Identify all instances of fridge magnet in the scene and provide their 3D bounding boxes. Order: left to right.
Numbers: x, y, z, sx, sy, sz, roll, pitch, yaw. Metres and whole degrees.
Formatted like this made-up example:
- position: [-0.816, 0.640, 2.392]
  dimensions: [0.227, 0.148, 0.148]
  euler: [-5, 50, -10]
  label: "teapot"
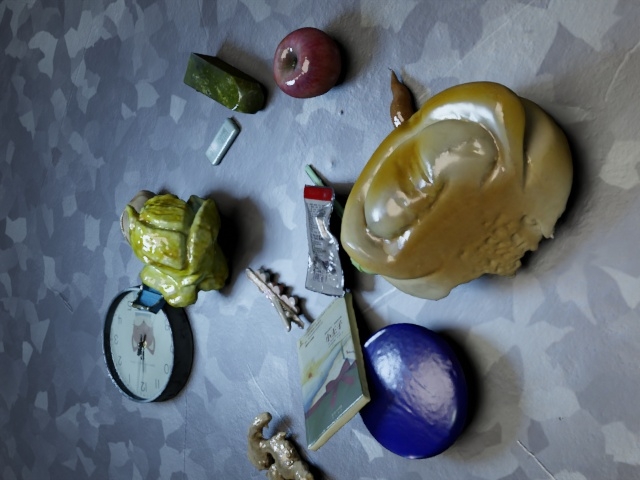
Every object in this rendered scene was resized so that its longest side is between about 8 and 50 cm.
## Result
- position: [0.176, 0.293, 1.557]
  dimensions: [0.265, 0.112, 0.266]
  euler: [0, 90, 41]
  label: "fridge magnet"

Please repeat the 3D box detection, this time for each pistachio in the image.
- position: [-0.458, -0.038, 2.089]
  dimensions: [0.124, 0.124, 0.185]
  euler: [-4, 105, 40]
  label: "pistachio"

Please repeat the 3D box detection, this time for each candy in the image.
- position: [0.049, -0.056, 1.687]
  dimensions: [0.335, 0.092, 0.093]
  euler: [54, 161, 34]
  label: "candy"

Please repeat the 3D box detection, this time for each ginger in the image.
- position: [-0.080, 0.524, 1.823]
  dimensions: [0.258, 0.065, 0.149]
  euler: [44, 131, 24]
  label: "ginger"

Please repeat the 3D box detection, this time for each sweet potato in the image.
- position: [0.165, -0.260, 1.586]
  dimensions: [0.056, 0.056, 0.195]
  euler: [-23, 73, 39]
  label: "sweet potato"

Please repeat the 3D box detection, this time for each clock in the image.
- position: [-0.472, 0.276, 2.138]
  dimensions: [0.325, 0.067, 0.325]
  euler: [1, 92, 40]
  label: "clock"

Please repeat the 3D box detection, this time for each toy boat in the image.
- position: [-0.418, 0.099, 2.038]
  dimensions: [0.075, 0.077, 0.185]
  euler: [16, 63, 18]
  label: "toy boat"

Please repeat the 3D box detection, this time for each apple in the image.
- position: [-0.025, -0.378, 1.698]
  dimensions: [0.153, 0.120, 0.153]
  euler: [-5, 83, 43]
  label: "apple"

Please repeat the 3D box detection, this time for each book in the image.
- position: [0.021, 0.267, 1.657]
  dimensions: [0.201, 0.026, 0.289]
  euler: [-51, 31, 31]
  label: "book"

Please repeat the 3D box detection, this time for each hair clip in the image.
- position: [-0.100, 0.130, 1.830]
  dimensions: [0.214, 0.056, 0.062]
  euler: [50, 138, 37]
  label: "hair clip"

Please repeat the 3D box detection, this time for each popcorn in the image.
- position: [-0.344, 0.013, 1.929]
  dimensions: [0.225, 0.276, 0.277]
  euler: [-5, 88, 4]
  label: "popcorn"

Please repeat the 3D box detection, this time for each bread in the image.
- position: [0.232, -0.076, 1.408]
  dimensions: [0.424, 0.245, 0.329]
  euler: [-42, 67, 28]
  label: "bread"

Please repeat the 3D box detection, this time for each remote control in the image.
- position: [-0.243, -0.242, 1.954]
  dimensions: [0.053, 0.018, 0.124]
  euler: [51, 122, 25]
  label: "remote control"

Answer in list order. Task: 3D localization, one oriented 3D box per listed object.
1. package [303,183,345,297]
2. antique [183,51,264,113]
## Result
- position: [0.000, 0.000, 1.709]
  dimensions: [0.154, 0.030, 0.239]
  euler: [10, 108, 61]
  label: "package"
- position: [-0.224, -0.372, 1.893]
  dimensions: [0.221, 0.081, 0.080]
  euler: [33, 114, 34]
  label: "antique"
